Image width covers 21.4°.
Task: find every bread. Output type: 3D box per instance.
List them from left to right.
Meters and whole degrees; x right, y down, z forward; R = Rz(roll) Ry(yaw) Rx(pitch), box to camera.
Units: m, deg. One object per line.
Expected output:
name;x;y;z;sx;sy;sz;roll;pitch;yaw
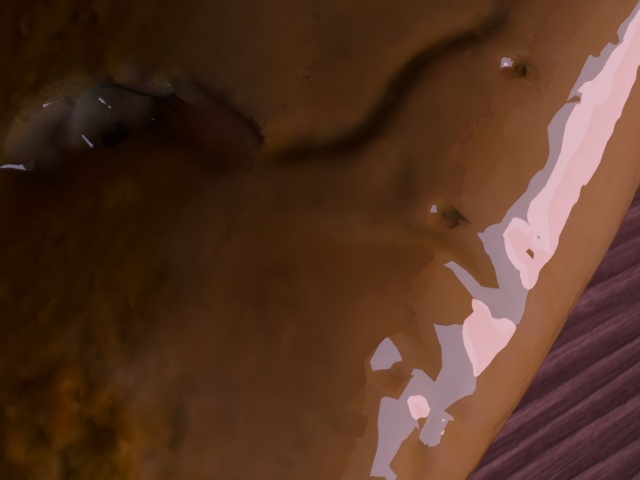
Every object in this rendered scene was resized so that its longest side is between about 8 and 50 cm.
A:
bread;-0.049;-0.037;0.705;0.250;0.361;0.394;36;80;-16
